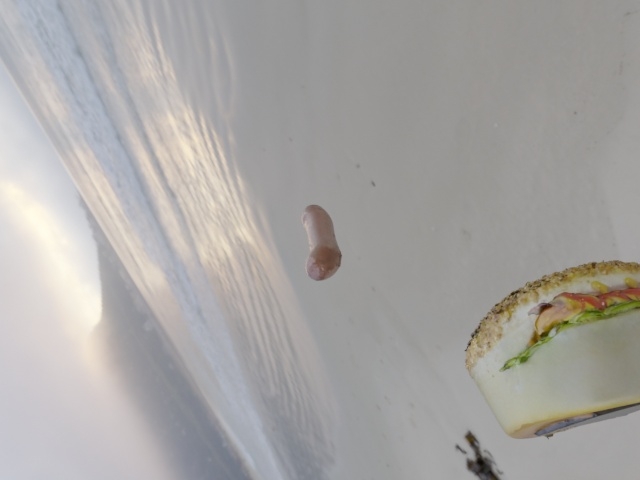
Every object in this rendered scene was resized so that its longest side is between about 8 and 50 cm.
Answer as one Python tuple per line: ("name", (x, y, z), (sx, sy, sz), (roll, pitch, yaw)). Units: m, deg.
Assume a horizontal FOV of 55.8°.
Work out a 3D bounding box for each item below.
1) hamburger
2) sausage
("hamburger", (0.324, 0.133, 0.756), (0.294, 0.276, 0.179), (112, 147, -59))
("sausage", (0.000, 0.000, 0.733), (0.186, 0.043, 0.043), (-100, -14, -67))
